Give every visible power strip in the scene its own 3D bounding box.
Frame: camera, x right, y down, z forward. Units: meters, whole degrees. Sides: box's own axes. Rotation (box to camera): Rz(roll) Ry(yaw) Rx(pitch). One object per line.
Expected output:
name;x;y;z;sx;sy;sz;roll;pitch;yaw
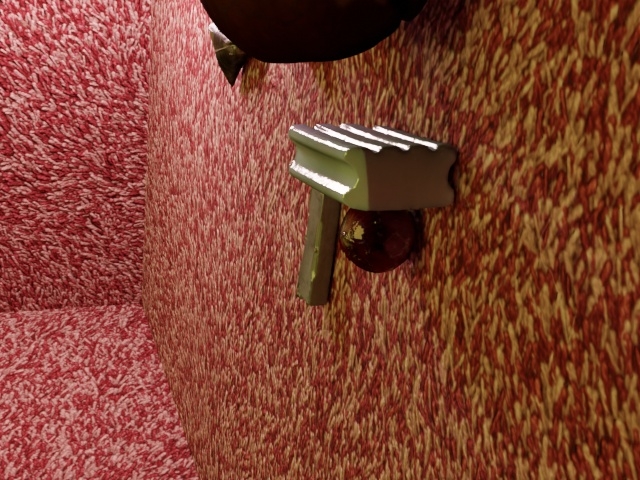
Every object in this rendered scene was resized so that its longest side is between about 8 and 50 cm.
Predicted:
power strip;-0.003;0.000;1.910;0.080;0.048;0.286;-130;42;-57

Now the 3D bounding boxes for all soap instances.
soap;0.072;-0.119;1.496;0.289;0.172;0.095;-146;56;-66

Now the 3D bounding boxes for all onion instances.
onion;0.092;-0.010;1.545;0.131;0.131;0.131;177;90;-71

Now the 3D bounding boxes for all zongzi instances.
zongzi;-0.209;-0.449;2.410;0.187;0.084;0.184;-135;32;-56

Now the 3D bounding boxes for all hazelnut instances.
hazelnut;-0.029;-0.447;1.399;0.429;0.402;0.402;-103;19;-55
